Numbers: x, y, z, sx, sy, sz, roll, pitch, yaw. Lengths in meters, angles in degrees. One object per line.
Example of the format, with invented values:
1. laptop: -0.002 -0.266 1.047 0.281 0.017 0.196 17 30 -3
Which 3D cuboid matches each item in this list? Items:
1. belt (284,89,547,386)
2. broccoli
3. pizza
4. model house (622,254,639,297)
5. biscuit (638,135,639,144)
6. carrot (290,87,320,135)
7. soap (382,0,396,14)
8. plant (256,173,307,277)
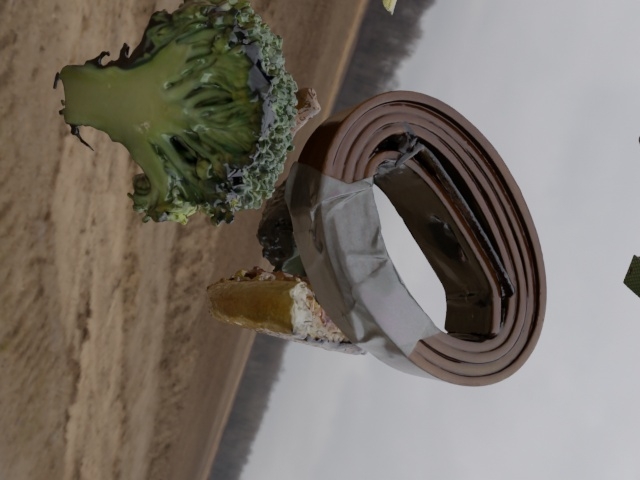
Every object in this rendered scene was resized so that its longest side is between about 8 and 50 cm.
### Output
1. belt: 0.081 0.004 0.639 0.184 0.261 0.105 -36 -170 -15
2. broccoli: -0.130 -0.141 0.810 0.180 0.273 0.242 -9 106 -60
3. pizza: -0.041 0.104 1.132 0.409 0.278 0.114 141 -42 -86
4. model house: 0.779 0.064 1.612 0.206 0.271 0.178 -41 -135 5
5. biscuit: 0.762 -0.224 1.590 0.140 0.118 0.023 -51 175 -12
6. carrot: -0.071 -0.143 1.013 0.186 0.060 0.060 -38 -162 28
7. soap: 0.098 -0.361 0.949 0.168 0.033 0.089 105 3 -50
8. plant: 0.000 0.000 1.412 0.213 0.215 0.312 -38 -158 7
